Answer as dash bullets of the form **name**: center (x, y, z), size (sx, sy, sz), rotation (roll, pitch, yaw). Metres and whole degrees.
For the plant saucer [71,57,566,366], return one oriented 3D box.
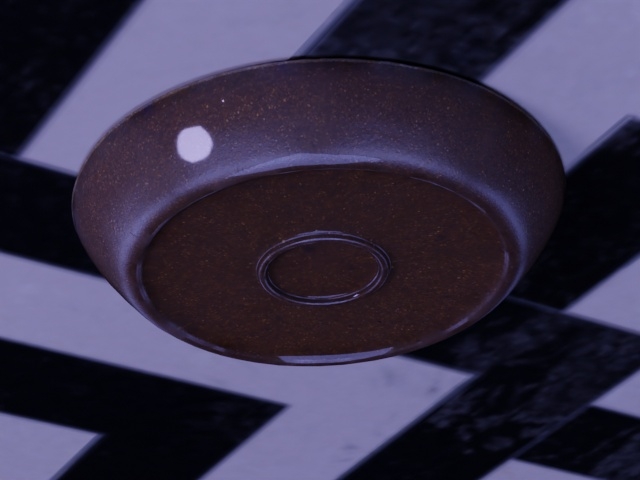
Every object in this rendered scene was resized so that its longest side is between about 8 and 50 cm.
- **plant saucer**: center (0.000, 0.000, 0.667), size (0.168, 0.029, 0.168), rotation (-1, 148, -1)
